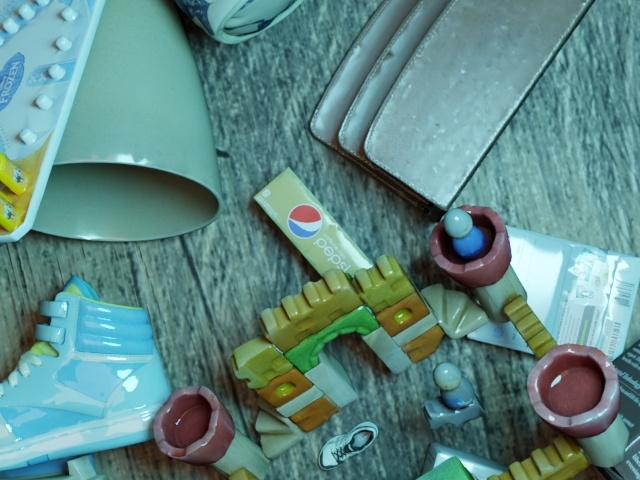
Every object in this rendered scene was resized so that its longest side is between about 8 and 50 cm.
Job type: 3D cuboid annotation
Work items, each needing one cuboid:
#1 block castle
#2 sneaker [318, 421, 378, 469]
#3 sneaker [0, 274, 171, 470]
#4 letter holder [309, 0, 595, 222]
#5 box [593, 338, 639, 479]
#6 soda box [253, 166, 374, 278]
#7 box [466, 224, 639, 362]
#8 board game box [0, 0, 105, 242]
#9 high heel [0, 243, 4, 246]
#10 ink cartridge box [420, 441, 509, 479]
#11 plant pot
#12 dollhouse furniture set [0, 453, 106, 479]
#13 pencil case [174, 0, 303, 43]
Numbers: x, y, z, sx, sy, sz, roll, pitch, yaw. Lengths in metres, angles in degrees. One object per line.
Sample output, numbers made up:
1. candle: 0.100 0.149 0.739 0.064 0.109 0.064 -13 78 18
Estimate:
1. block castle: 0.061 0.185 1.102 0.453 0.213 0.303 -33 49 6
2. sneaker: 0.032 0.247 1.265 0.083 0.037 0.032 -37 89 1
3. sneaker: -0.337 0.154 1.233 0.319 0.127 0.208 -10 89 -9
4. letter holder: 0.140 -0.208 1.228 0.214 0.152 0.302 35 88 4
5. box: 0.410 0.213 1.179 0.203 0.167 0.168 -38 103 -1
6. soda box: 0.000 0.000 1.263 0.058 0.061 0.181 -41 88 -2
7. box: 0.281 0.069 1.268 0.186 0.038 0.145 13 88 1
8. board game box: -0.430 -0.162 1.129 0.390 0.050 0.390 -5 58 23
9. high heel: -0.544 -0.087 1.215 0.377 0.181 0.127 19 88 2
10. ink cartridge box: 0.180 0.378 1.224 0.172 0.100 0.237 17 88 2
11. plant pot: -0.237 -0.167 1.201 0.256 0.256 0.274 -1 72 1
12. dollhouse furniture set: -0.408 0.365 1.141 0.303 0.286 0.198 -9 87 12
13. pencil case: -0.162 -0.397 1.160 0.183 0.160 0.410 -41 80 -5
